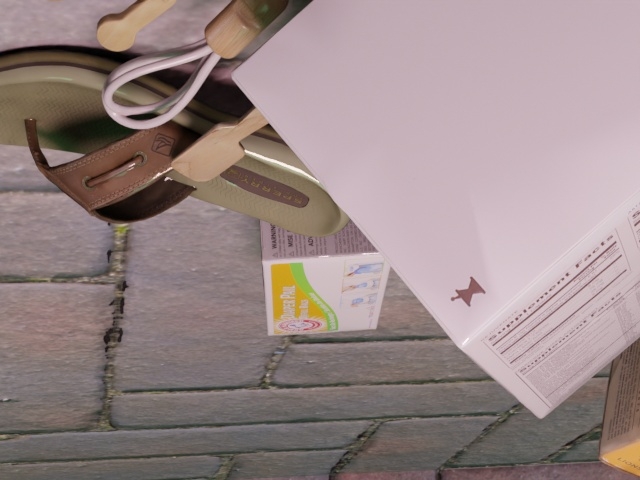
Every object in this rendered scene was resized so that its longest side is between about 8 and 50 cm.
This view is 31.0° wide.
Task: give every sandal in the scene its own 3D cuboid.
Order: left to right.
[{"bbox_3d":[-0.122,-0.053,0.817,0.303,0.086,0.120,17,156,-5],"label":"sandal"}]

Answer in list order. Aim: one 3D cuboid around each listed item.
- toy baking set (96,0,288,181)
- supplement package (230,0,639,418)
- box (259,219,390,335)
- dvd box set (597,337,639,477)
[{"bbox_3d":[-0.056,-0.138,0.684,0.197,0.030,0.256,-12,141,9],"label":"toy baking set"},{"bbox_3d":[0.121,-0.048,0.674,0.198,0.199,0.263,-41,156,4],"label":"supplement package"},{"bbox_3d":[0.000,0.000,0.992,0.103,0.114,0.203,-3,159,-3],"label":"box"},{"bbox_3d":[0.341,-0.035,0.728,0.062,0.307,0.420,25,149,-12],"label":"dvd box set"}]
